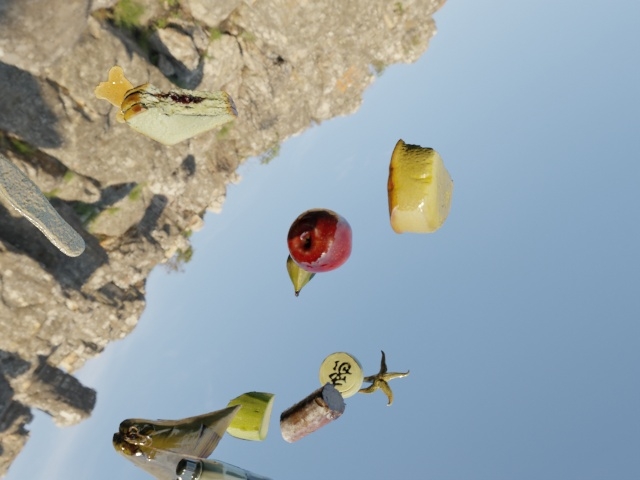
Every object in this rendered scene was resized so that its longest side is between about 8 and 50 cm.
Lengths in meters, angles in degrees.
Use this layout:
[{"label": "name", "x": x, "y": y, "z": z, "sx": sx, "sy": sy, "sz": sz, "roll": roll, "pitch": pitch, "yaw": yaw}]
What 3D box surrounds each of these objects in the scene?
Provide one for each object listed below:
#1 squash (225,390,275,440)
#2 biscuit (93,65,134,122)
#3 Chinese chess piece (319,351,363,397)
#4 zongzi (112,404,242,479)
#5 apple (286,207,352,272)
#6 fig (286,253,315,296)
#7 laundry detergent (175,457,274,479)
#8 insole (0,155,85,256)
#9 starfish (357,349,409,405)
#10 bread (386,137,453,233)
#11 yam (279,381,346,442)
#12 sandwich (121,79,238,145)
[{"label": "squash", "x": -0.257, "y": 0.656, "z": 1.738, "sx": 0.085, "sy": 0.184, "sz": 0.192, "roll": -163, "pitch": -98, "yaw": -67}, {"label": "biscuit", "x": -0.659, "y": -0.479, "z": 1.654, "sx": 0.153, "sy": 0.234, "sz": 0.030, "roll": -51, "pitch": -170, "yaw": -3}, {"label": "Chinese chess piece", "x": 0.066, "y": 0.426, "z": 1.519, "sx": 0.144, "sy": 0.058, "sz": 0.144, "roll": -4, "pitch": -107, "yaw": 13}, {"label": "zongzi", "x": -0.409, "y": 0.538, "z": 1.396, "sx": 0.145, "sy": 0.274, "sz": 0.300, "roll": 5, "pitch": -130, "yaw": 54}, {"label": "apple", "x": 0.000, "y": 0.000, "z": 1.567, "sx": 0.218, "sy": 0.218, "sz": 0.201, "roll": -22, "pitch": 172, "yaw": 39}, {"label": "fig", "x": -0.057, "y": 0.116, "z": 1.830, "sx": 0.126, "sy": 0.133, "sz": 0.185, "roll": -22, "pitch": -120, "yaw": 9}, {"label": "laundry detergent", "x": -0.202, "y": 0.511, "z": 1.012, "sx": 0.099, "sy": 0.225, "sz": 0.070, "roll": -18, "pitch": -134, "yaw": 51}, {"label": "insole", "x": -0.568, "y": -0.066, "z": 0.957, "sx": 0.011, "sy": 0.248, "sz": 0.081, "roll": -24, "pitch": -151, "yaw": 20}, {"label": "starfish", "x": 0.225, "y": 0.505, "z": 1.761, "sx": 0.223, "sy": 0.050, "sz": 0.217, "roll": -21, "pitch": -143, "yaw": 23}, {"label": "bread", "x": 0.149, "y": -0.070, "z": 0.739, "sx": 0.086, "sy": 0.156, "sz": 0.125, "roll": 7, "pitch": -107, "yaw": 27}, {"label": "yam", "x": -0.021, "y": 0.375, "z": 1.038, "sx": 0.141, "sy": 0.079, "sz": 0.079, "roll": -37, "pitch": -152, "yaw": 21}, {"label": "sandwich", "x": -0.435, "y": -0.402, "z": 1.467, "sx": 0.288, "sy": 0.254, "sz": 0.100, "roll": -17, "pitch": -108, "yaw": 15}]
